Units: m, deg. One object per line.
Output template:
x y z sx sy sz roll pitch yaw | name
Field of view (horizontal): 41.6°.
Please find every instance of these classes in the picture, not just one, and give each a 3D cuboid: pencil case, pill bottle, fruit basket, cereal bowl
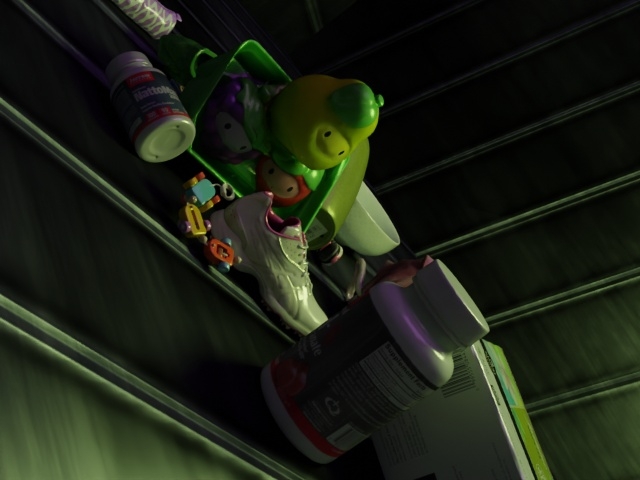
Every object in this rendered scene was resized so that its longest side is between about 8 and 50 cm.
-0.421 -0.556 1.955 0.206 0.088 0.086 40 20 -53 | pencil case
-0.298 -0.233 1.444 0.180 0.108 0.108 58 12 23 | pill bottle
-0.066 -0.190 1.598 0.392 0.283 0.392 29 -14 8 | fruit basket
0.076 -0.087 2.427 0.339 0.141 0.339 51 11 -14 | cereal bowl
0.083 0.172 1.243 0.176 0.318 0.176 50 11 -13 | pill bottle

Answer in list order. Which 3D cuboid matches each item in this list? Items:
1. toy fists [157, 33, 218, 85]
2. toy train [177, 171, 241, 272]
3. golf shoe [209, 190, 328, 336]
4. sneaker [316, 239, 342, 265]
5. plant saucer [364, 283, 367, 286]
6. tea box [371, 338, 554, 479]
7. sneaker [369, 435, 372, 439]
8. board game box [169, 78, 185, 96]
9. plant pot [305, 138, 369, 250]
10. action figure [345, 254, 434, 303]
-0.273 -0.385 1.959 0.142 0.096 0.279 34 1 32 | toy fists
-0.188 -0.029 1.388 0.125 0.046 0.166 29 46 -41 | toy train
-0.063 0.046 1.494 0.306 0.140 0.115 51 10 -21 | golf shoe
0.000 0.000 2.072 0.075 0.063 0.170 47 8 -32 | sneaker
0.183 0.199 2.130 0.188 0.045 0.188 52 -12 -10 | plant saucer
0.248 0.359 1.461 0.323 0.219 0.329 28 41 -66 | tea box
0.052 0.259 1.499 0.212 0.080 0.094 53 21 -9 | sneaker
-0.248 -0.251 1.862 0.165 0.042 0.243 57 12 14 | board game box
-0.024 -0.123 1.923 0.275 0.274 0.294 47 28 -31 | plant pot
0.123 0.141 1.830 0.275 0.248 0.370 23 29 21 | action figure
